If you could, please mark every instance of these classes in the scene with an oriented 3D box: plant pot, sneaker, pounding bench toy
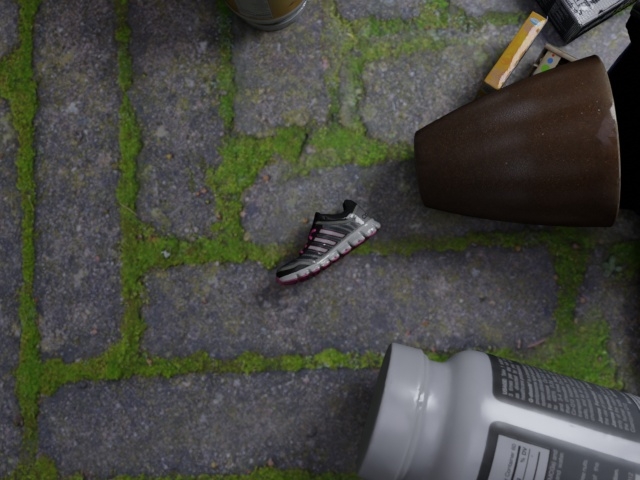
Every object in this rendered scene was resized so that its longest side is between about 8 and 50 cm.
[{"bbox_3d":[0.247,-0.113,0.732,0.230,0.215,0.216,-6,84,18],"label":"plant pot"},{"bbox_3d":[0.000,0.000,0.799,0.170,0.063,0.075,-34,83,-4],"label":"sneaker"},{"bbox_3d":[0.333,-0.245,0.802,0.052,0.083,0.065,32,119,9],"label":"pounding bench toy"}]

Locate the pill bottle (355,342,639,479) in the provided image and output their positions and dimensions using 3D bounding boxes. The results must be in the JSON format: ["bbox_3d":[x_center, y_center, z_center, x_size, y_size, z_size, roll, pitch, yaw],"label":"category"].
[{"bbox_3d":[0.241,0.258,0.681,0.362,0.210,0.211,16,86,6],"label":"pill bottle"}]

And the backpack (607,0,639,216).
[{"bbox_3d":[0.459,-0.149,0.677,0.212,0.263,0.277,-9,84,-1],"label":"backpack"}]

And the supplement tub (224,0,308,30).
[{"bbox_3d":[-0.086,-0.398,0.772,0.144,0.199,0.145,0,85,5],"label":"supplement tub"}]

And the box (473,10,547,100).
[{"bbox_3d":[0.274,-0.262,0.791,0.028,0.081,0.136,33,88,7],"label":"box"}]

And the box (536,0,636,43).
[{"bbox_3d":[0.389,-0.463,0.811,0.216,0.060,0.270,-31,83,1],"label":"box"}]
